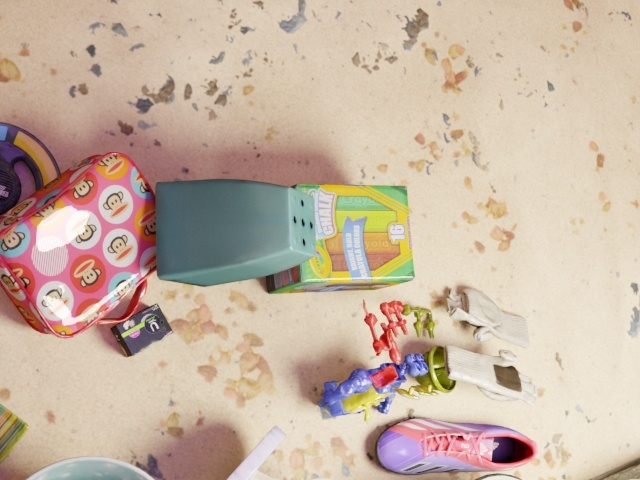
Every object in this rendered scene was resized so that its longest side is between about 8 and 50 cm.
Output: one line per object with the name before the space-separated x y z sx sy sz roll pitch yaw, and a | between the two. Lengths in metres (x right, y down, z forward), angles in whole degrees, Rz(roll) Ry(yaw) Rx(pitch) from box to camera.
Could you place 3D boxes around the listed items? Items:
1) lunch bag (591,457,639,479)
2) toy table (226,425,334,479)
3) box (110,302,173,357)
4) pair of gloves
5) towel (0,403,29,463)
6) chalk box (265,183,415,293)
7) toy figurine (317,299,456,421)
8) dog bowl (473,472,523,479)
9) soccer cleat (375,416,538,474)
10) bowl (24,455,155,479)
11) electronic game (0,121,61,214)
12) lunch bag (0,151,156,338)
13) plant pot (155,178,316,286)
lunch bag | 0.660 0.569 2.101 0.287 0.169 0.235 -17 86 -24
toy table | -0.107 0.465 1.765 0.161 0.252 0.274 40 79 5
box | -0.309 0.156 1.816 0.083 0.052 0.062 -30 93 -26
pair of gloves | 0.331 0.200 2.040 0.204 0.042 0.240 26 42 -17
towel | -0.593 0.270 1.690 0.237 0.021 0.102 40 67 -12
chalk box | 0.000 0.000 1.907 0.289 0.179 0.180 -2 81 -24
toy figurine | 0.090 0.241 1.937 0.362 0.217 0.191 9 54 -66
dog bowl | 0.274 0.626 1.879 0.408 0.150 0.408 12 72 -40
soccer cleat | 0.259 0.390 1.985 0.318 0.116 0.108 6 79 -23
bowl | -0.381 0.500 1.658 0.311 0.163 0.311 5 76 -22
electronic game | -0.547 -0.088 1.757 0.229 0.048 0.229 4 80 -24
lunch bag | -0.385 0.020 1.751 0.293 0.120 0.258 -41 112 -28
plant pot | -0.134 -0.017 1.769 0.165 0.234 0.165 17 70 -65
